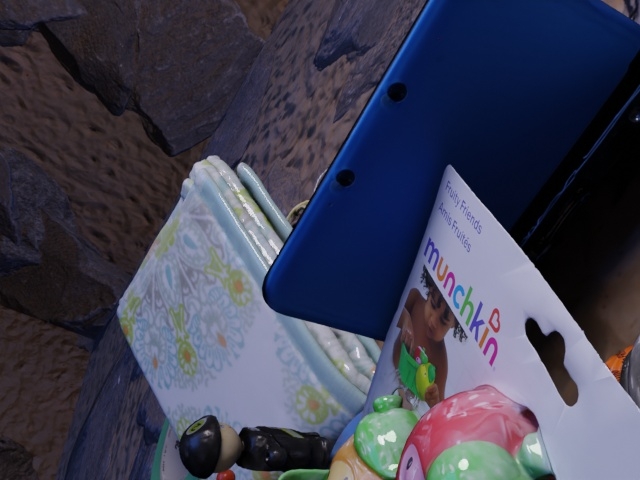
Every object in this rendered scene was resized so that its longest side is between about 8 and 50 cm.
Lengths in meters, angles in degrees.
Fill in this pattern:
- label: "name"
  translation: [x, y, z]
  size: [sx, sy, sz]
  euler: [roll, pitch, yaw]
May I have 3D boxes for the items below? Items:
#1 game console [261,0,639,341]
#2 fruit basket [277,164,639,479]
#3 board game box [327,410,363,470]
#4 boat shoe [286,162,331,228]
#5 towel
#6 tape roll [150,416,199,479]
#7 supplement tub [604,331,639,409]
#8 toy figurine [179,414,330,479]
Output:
- label: "game console"
  translation: [0.117, -0.064, 0.596]
  size: [0.293, 0.173, 0.250]
  euler: [-58, -1, 24]
- label: "fruit basket"
  translation: [0.066, 0.180, 0.448]
  size: [0.327, 0.165, 0.353]
  euler: [-111, 26, -54]
- label: "board game box"
  translation: [0.060, 0.238, 0.706]
  size: [0.133, 0.033, 0.168]
  euler: [-63, 29, 10]
- label: "boat shoe"
  translation: [0.000, 0.000, 1.049]
  size: [0.116, 0.097, 0.324]
  euler: [-47, 26, 42]
- label: "towel"
  translation: [-0.101, 0.128, 0.924]
  size: [0.374, 0.090, 0.320]
  euler: [56, 131, 23]
- label: "tape roll"
  translation: [-0.165, 0.281, 1.176]
  size: [0.321, 0.077, 0.321]
  euler: [-52, 24, 34]
- label: "supplement tub"
  translation: [0.230, 0.063, 0.346]
  size: [0.190, 0.117, 0.117]
  euler: [-41, 30, 49]
- label: "toy figurine"
  translation: [-0.080, 0.296, 0.732]
  size: [0.213, 0.148, 0.209]
  euler: [-58, 33, 36]
